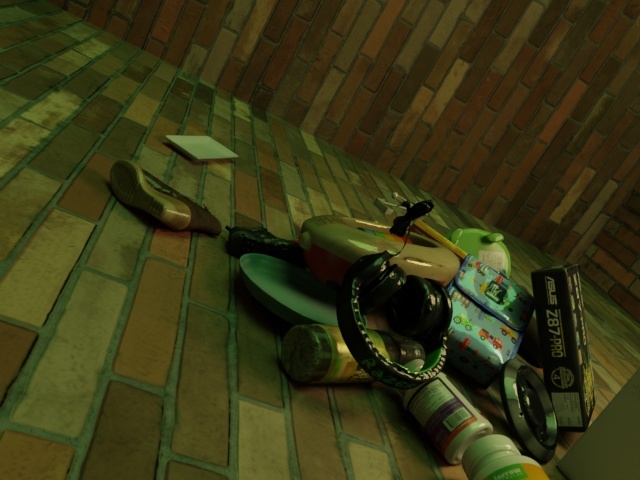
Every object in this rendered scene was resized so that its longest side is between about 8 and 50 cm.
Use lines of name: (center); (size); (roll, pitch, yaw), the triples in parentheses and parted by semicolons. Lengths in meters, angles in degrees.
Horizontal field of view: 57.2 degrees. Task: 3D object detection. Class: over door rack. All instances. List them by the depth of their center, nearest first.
over door rack: (0.178, -0.025, 1.771); (0.108, 0.239, 0.324); (40, 20, 25)

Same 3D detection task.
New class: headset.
headset: (0.164, 0.092, 1.154); (0.243, 0.185, 0.394); (31, 41, -22)

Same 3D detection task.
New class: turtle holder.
turtle holder: (0.457, 0.095, 1.955); (0.227, 0.321, 0.243); (116, -50, -83)

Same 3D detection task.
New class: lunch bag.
lunch bag: (0.415, 0.187, 1.510); (0.221, 0.138, 0.293); (33, 59, 9)

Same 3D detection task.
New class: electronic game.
electronic game: (0.470, 0.379, 1.322); (0.229, 0.048, 0.229); (30, 46, -37)

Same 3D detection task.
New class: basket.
basket: (0.673, 0.281, 1.867); (0.227, 0.154, 0.204); (54, 3, 39)

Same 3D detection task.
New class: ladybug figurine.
ladybug figurine: (0.138, 0.052, 1.456); (0.450, 0.161, 0.305); (11, 13, -27)

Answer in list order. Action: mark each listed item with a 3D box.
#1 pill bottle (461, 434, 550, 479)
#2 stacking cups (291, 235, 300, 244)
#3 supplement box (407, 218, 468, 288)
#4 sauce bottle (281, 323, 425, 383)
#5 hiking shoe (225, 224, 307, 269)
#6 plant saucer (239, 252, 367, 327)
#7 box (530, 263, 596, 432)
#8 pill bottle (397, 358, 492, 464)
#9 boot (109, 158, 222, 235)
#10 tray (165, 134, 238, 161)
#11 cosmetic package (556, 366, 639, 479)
pill bottle: (0.322, 0.438, 0.943); (0.136, 0.136, 0.245); (22, 20, -22)
stacking cups: (0.000, 0.000, 1.666); (0.096, 0.096, 0.316); (36, 19, 18)
supplement box: (0.288, 0.083, 1.670); (0.191, 0.194, 0.129); (38, -14, 23)
sauce bottle: (0.082, 0.227, 1.170); (0.345, 0.111, 0.111); (11, 26, -42)
hiking shoe: (-0.127, 0.007, 1.472); (0.227, 0.086, 0.114); (19, 24, -27)
plant saucer: (-0.044, 0.127, 1.306); (0.318, 0.043, 0.317); (27, 12, -6)
box: (0.640, 0.263, 1.537); (0.097, 0.394, 0.318); (-8, -5, 27)
pill bottle: (0.230, 0.326, 1.142); (0.108, 0.108, 0.193); (12, 25, -43)
boot: (-0.374, -0.095, 1.417); (0.248, 0.090, 0.207); (39, 8, 28)
tray: (-0.397, -0.305, 1.968); (0.145, 0.030, 0.270); (35, 19, 12)
cosmetic package: (0.717, 0.403, 1.242); (0.217, 0.385, 0.156); (20, 22, -35)
